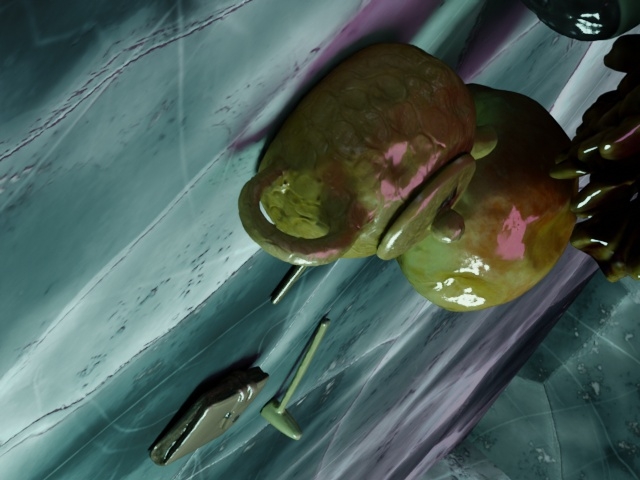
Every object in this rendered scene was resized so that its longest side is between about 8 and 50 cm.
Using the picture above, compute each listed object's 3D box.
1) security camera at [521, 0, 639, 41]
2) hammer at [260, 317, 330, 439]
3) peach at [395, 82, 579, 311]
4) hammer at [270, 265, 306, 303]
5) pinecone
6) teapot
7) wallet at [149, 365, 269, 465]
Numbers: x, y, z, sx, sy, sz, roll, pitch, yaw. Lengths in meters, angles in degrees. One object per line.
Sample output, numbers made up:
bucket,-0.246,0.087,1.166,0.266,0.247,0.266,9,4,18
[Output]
security camera,0.259,-0.282,1.604,0.191,0.197,0.277,-45,176,-18
hammer,-0.018,0.171,2.323,0.028,0.060,0.195,-33,157,-46
peach,0.153,-0.035,1.884,0.214,0.214,0.236,-41,139,-27
hammer,0.000,0.000,1.946,0.182,0.017,0.062,-52,166,24
pinecone,0.423,-0.094,1.700,0.398,0.397,0.398,-44,167,-13
teapot,0.054,-0.053,1.620,0.311,0.167,0.203,-33,161,-47
wallet,-0.119,0.196,2.093,0.118,0.039,0.152,-51,166,24
